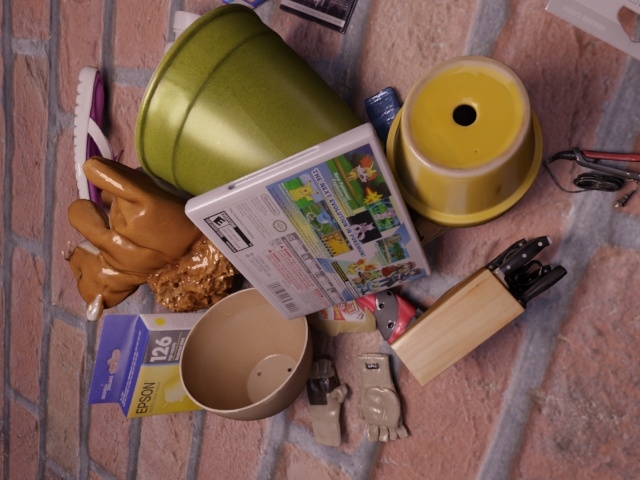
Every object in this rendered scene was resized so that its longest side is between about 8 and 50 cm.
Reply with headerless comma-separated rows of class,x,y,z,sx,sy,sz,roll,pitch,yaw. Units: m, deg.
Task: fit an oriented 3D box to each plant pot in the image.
plant pot,-0.136,0.274,0.934,0.283,0.284,0.191,6,141,26
plant pot,-0.079,-0.176,0.803,0.352,0.366,0.367,35,112,6
plant pot,0.221,-0.156,0.658,0.253,0.239,0.255,-1,86,16

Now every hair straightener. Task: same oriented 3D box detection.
hair straightener,0.479,-0.097,0.673,0.230,0.047,0.089,13,104,25

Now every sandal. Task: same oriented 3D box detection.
sandal,-0.609,-0.263,1.168,0.102,0.169,0.417,1,101,-14

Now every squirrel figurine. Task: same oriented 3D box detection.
squirrel figurine,-0.380,0.041,0.958,0.396,0.281,0.370,37,107,-11

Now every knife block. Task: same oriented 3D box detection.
knife block,0.274,0.106,0.709,0.088,0.275,0.242,50,146,12

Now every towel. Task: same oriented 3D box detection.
towel,0.135,-0.237,0.837,0.067,0.029,0.120,-21,87,28

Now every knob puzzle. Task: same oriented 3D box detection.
knob puzzle,0.025,0.115,0.938,0.212,0.030,0.214,1,96,14

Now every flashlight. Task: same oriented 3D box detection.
flashlight,0.080,0.114,0.858,0.303,0.103,0.103,33,104,8

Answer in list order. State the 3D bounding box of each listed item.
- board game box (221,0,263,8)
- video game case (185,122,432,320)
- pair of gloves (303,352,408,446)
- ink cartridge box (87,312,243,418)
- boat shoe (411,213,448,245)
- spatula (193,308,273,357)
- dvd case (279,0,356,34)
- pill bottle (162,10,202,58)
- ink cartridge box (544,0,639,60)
board game box,-0.132,-0.698,0.860,0.233,0.078,0.348,-12,90,31
video game case,0.000,0.000,0.697,0.299,0.036,0.329,-20,134,15
pair of gloves,0.069,0.362,0.962,0.239,0.042,0.205,-15,88,26
ink cartridge box,-0.377,0.307,1.028,0.072,0.306,0.304,52,128,44
boat shoe,0.200,-0.026,0.813,0.068,0.072,0.190,46,115,14
spatula,-0.234,0.240,1.109,0.241,0.019,0.169,-13,93,28
dvd case,0.021,-0.556,0.851,0.164,0.018,0.222,31,110,19
pill bottle,-0.299,-0.392,0.977,0.131,0.131,0.230,20,107,23
ink cartridge box,0.468,-0.369,0.564,0.274,0.060,0.239,23,111,-7
